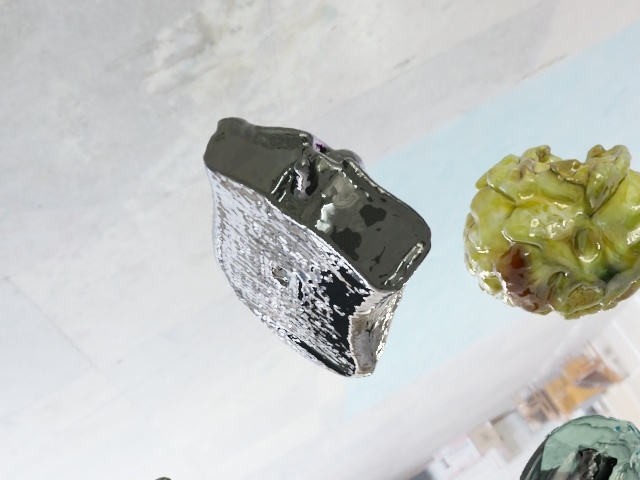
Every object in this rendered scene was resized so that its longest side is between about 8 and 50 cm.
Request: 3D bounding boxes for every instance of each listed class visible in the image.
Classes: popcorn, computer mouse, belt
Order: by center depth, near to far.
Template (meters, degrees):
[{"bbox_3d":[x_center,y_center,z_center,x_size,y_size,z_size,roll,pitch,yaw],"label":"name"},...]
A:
[{"bbox_3d":[0.000,0.000,0.588,0.088,0.147,0.264,-53,169,-19],"label":"computer mouse"},{"bbox_3d":[0.198,0.196,0.660,0.058,0.105,0.140,49,63,-43],"label":"belt"},{"bbox_3d":[0.260,-0.014,0.962,0.218,0.189,0.169,-12,-156,3],"label":"popcorn"}]

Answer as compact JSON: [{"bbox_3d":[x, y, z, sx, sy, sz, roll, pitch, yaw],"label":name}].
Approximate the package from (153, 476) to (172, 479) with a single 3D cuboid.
[{"bbox_3d":[-0.147,0.346,0.954,0.168,0.090,0.226,-48,132,3],"label":"package"}]
